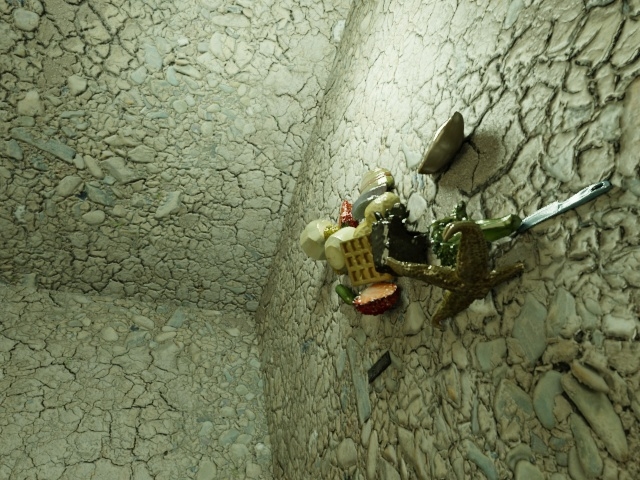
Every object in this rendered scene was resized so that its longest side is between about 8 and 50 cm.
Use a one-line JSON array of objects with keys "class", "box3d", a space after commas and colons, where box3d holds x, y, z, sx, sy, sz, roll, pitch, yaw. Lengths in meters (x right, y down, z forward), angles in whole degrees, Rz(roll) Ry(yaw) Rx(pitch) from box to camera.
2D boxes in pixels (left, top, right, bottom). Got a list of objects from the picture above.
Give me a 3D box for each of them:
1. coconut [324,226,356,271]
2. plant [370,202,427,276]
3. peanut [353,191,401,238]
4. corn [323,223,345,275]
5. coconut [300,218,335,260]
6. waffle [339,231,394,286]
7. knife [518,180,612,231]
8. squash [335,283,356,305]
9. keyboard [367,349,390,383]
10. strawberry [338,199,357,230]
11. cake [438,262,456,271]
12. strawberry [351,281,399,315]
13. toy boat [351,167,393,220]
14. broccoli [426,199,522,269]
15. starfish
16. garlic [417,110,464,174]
[{"class": "coconut", "box3d": [0.140, 0.039, 2.154, 0.202, 0.222, 0.202, 28, 132, 37]}, {"class": "plant", "box3d": [0.303, -0.002, 1.727, 0.199, 0.189, 0.275, 137, 138, -65]}, {"class": "peanut", "box3d": [0.253, -0.082, 1.971, 0.147, 0.147, 0.305, -102, 29, -49]}, {"class": "corn", "box3d": [0.083, 0.040, 2.311, 0.101, 0.102, 0.310, -114, 7, -60]}, {"class": "coconut", "box3d": [-0.003, -0.002, 2.554, 0.241, 0.241, 0.241, -169, 90, -71]}, {"class": "waffle", "box3d": [0.203, 0.083, 1.935, 0.248, 0.055, 0.221, -20, 88, 49]}, {"class": "knife", "box3d": [0.611, -0.083, 1.142, 0.313, 0.019, 0.044, 136, 149, -60]}, {"class": "squash", "box3d": [0.127, 0.276, 2.262, 0.229, 0.066, 0.066, -146, 69, -71]}, {"class": "keyboard", "box3d": [0.245, 0.537, 1.857, 0.063, 0.010, 0.198, -94, 24, -43]}, {"class": "strawberry", "box3d": [0.151, -0.112, 2.371, 0.228, 0.098, 0.174, -85, 2, -50]}, {"class": "cake", "box3d": [0.459, 0.110, 1.459, 0.140, 0.055, 0.051, 34, 111, 51]}, {"class": "strawberry", "box3d": [0.251, 0.259, 1.838, 0.237, 0.190, 0.111, -15, 106, 57]}, {"class": "toy boat", "box3d": [0.253, -0.251, 2.142, 0.276, 0.111, 0.293, -19, 51, 60]}, {"class": "broccoli", "box3d": [0.470, -0.036, 1.347, 0.275, 0.177, 0.198, -38, 29, 32]}, {"class": "starfish", "box3d": [0.376, 0.114, 1.321, 0.432, 0.324, 0.082, -47, 14, 52]}, {"class": "garlic", "box3d": [0.442, -0.337, 1.624, 0.143, 0.112, 0.318, -63, 3, -28]}]
